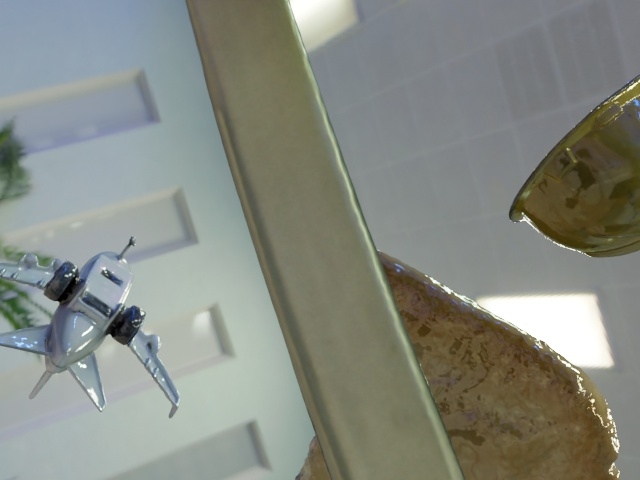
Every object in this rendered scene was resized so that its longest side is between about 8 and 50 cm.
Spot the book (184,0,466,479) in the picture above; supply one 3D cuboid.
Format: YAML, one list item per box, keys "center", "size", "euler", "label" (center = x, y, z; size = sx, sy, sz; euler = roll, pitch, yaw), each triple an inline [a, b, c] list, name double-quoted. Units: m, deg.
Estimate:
- center: [0.000, 0.000, 0.501]
  size: [0.371, 0.043, 0.260]
  euler: [68, 4, -83]
  label: "book"

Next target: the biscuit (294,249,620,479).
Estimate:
- center: [0.170, 0.301, 1.336]
  size: [0.446, 0.104, 0.429]
  euler: [30, -74, 10]
  label: "biscuit"

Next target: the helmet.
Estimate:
- center: [0.343, -0.067, 1.098]
  size: [0.140, 0.257, 0.205]
  euler: [50, -9, 20]
  label: "helmet"

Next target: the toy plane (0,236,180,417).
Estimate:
- center: [-0.229, 0.066, 1.002]
  size: [0.101, 0.251, 0.255]
  euler: [-49, -167, 22]
  label: "toy plane"
